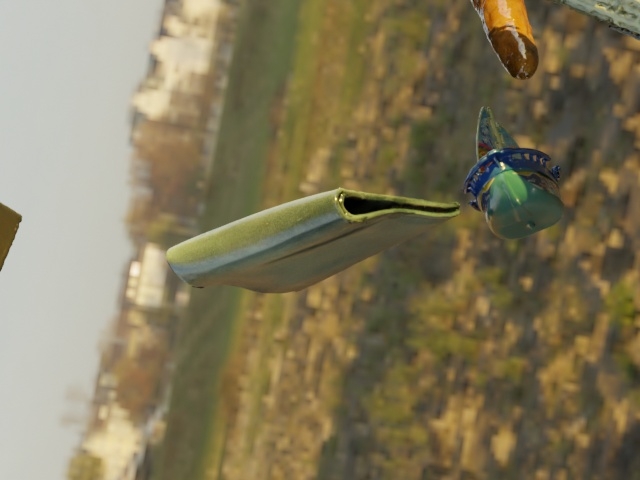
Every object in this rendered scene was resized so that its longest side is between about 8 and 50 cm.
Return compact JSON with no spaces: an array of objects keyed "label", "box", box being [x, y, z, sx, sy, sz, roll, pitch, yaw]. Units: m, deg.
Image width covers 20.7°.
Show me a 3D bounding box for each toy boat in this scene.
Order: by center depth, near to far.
[{"label":"toy boat","box":[0.162,-0.068,1.563,0.175,0.091,0.110,35,-147,-72]}]

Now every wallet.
[{"label":"wallet","box":[0.000,0.001,2.049,0.290,0.251,0.054,6,-113,-55]}]

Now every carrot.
[{"label":"carrot","box":[0.169,-0.219,1.632,0.209,0.061,0.061,-100,17,-45]}]

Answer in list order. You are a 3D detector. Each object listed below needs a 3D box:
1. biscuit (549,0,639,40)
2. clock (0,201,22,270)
[{"label":"biscuit","box":[0.223,-0.241,1.390,0.150,0.252,0.052,-57,-14,-40]},{"label":"clock","box":[-0.372,0.044,1.862,0.184,0.040,0.184,-59,12,20]}]
